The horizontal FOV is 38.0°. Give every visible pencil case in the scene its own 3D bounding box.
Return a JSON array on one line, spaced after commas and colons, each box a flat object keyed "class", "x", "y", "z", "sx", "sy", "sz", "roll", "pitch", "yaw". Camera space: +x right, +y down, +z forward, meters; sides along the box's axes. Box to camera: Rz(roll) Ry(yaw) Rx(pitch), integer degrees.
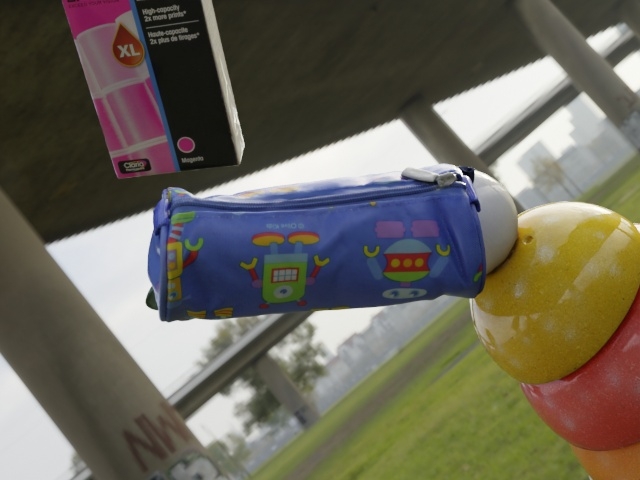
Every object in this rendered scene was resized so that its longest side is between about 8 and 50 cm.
[{"class": "pencil case", "x": 0.000, "y": 0.000, "z": 0.822, "sx": 0.306, "sy": 0.119, "sz": 0.133, "roll": -5, "pitch": -50, "yaw": -7}]

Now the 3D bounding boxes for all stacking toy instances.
[{"class": "stacking toy", "x": 0.288, "y": 0.070, "z": 1.004, "sx": 0.350, "sy": 0.480, "sz": 0.350, "roll": -47, "pitch": 21, "yaw": 24}]

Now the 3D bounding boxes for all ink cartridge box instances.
[{"class": "ink cartridge box", "x": -0.221, "y": -0.259, "z": 1.195, "sx": 0.176, "sy": 0.370, "sz": 0.069, "roll": -6, "pitch": 31, "yaw": 7}]

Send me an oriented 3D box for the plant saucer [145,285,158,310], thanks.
[{"class": "plant saucer", "x": -0.184, "y": 0.060, "z": 1.268, "sx": 0.119, "sy": 0.021, "sz": 0.119, "roll": -19, "pitch": -22, "yaw": -8}]
